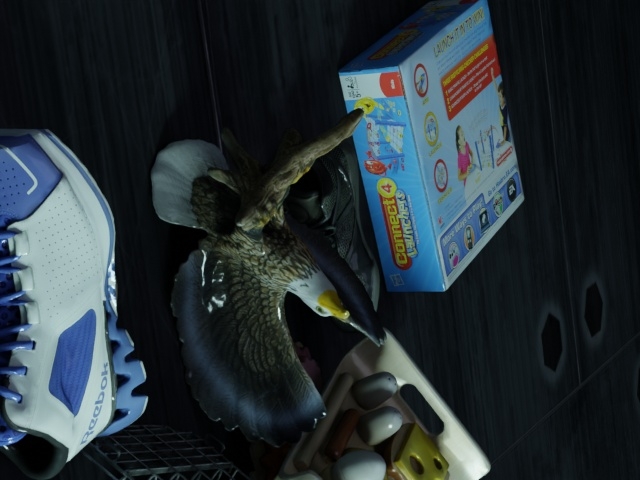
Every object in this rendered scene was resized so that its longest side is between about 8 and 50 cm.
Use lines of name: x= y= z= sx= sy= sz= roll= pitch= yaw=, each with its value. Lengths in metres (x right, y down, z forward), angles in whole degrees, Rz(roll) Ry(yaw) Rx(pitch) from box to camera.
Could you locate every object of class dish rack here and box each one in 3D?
dish rack: x=-0.100 y=0.266 z=1.549 sx=0.074 sy=0.271 sz=0.208 roll=-60 pitch=152 yaw=10

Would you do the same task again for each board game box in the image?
board game box: x=0.154 y=-0.132 z=2.175 sx=0.308 sy=0.086 sz=0.302 roll=-42 pitch=124 yaw=-54

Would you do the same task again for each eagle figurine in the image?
eagle figurine: x=-0.043 y=0.038 z=1.704 sx=0.298 sy=0.226 sz=0.225 roll=85 pitch=-7 yaw=-48

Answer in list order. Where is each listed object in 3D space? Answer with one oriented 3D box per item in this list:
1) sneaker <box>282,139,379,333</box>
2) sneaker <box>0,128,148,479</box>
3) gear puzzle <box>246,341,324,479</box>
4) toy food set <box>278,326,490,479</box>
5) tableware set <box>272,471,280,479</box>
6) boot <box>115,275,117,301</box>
sneaker: x=0.000 y=0.000 z=1.890 sx=0.130 sy=0.087 sz=0.227 roll=-14 pitch=97 yaw=-59
sneaker: x=-0.251 y=0.073 z=1.380 sx=0.182 sy=0.127 sz=0.315 roll=-53 pitch=135 yaw=-52
gear puzzle: x=-0.002 y=0.284 z=1.836 sx=0.175 sy=0.044 sz=0.339 roll=-20 pitch=93 yaw=-60
toy food set: x=0.086 y=0.251 z=1.795 sx=0.219 sy=0.092 sz=0.306 roll=52 pitch=30 yaw=-11
tableware set: x=-0.010 y=0.286 z=1.753 sx=0.128 sy=0.039 sz=0.194 roll=56 pitch=30 yaw=-5
boot: x=-0.231 y=0.029 z=1.515 sx=0.087 sy=0.042 sz=0.118 roll=-30 pitch=113 yaw=-51
